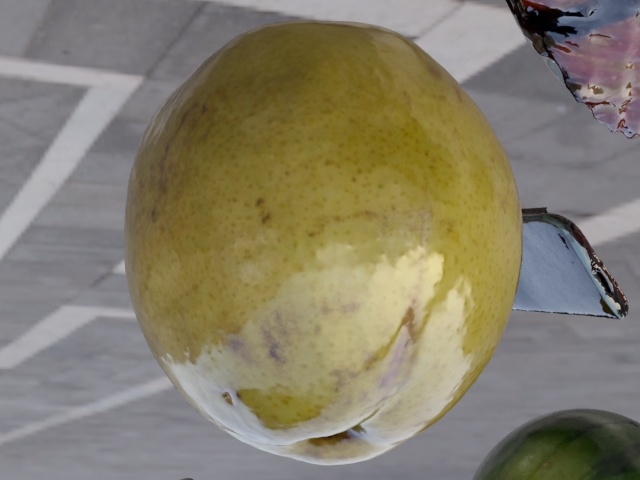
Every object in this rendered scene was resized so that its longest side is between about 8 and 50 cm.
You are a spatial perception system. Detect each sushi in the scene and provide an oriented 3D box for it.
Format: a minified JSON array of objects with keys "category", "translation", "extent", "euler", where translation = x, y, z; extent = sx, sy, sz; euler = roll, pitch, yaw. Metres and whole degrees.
[{"category":"sushi","translation":[0.145,-0.165,0.688],"extent":[0.124,0.130,0.332],"euler":[-26,140,21]}]

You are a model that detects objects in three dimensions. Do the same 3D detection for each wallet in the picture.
[{"category":"wallet","translation":[0.191,0.020,1.295],"extent":[0.031,0.137,0.255],"euler":[-41,-159,-26]}]

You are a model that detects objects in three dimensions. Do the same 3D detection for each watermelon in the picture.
[{"category":"watermelon","translation":[0.265,0.291,1.284],"extent":[0.242,0.242,0.242],"euler":[1,167,0]}]

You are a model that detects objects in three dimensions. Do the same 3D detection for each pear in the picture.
[{"category":"pear","translation":[0.000,0.000,0.915],"extent":[0.314,0.314,0.314],"euler":[1,167,0]}]

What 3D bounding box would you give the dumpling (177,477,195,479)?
[{"category":"dumpling","translation":[-0.061,0.233,0.805],"extent":[0.229,0.151,0.124],"euler":[13,-172,32]}]
